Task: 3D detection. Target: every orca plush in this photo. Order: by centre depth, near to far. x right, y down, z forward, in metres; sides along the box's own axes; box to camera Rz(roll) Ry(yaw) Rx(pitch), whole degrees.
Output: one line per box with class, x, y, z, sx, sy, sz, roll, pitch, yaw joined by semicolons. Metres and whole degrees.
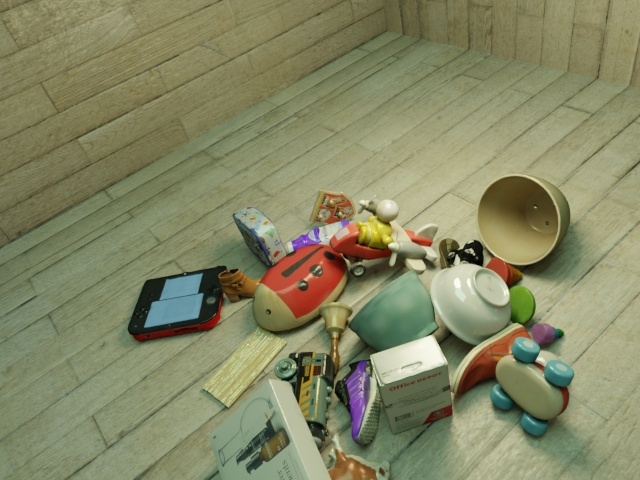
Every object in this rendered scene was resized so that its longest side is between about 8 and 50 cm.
orca plush;0.531;0.082;1.889;0.287;0.102;0.151;-34;72;-31

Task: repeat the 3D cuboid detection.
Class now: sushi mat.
sushi mat;-0.271;0.445;1.863;0.151;0.019;0.316;20;53;36

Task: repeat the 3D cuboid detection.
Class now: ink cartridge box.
ink cartridge box;0.269;0.425;1.514;0.196;0.273;0.114;-18;41;-2

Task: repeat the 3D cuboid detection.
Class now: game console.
game console;-0.587;0.251;2.151;0.385;0.060;0.342;-10;42;7

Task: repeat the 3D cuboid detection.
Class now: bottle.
bottle;0.000;0.000;2.208;0.282;0.092;0.118;-16;42;1

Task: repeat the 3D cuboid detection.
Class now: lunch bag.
lunch bag;-0.249;-0.003;2.188;0.114;0.243;0.303;-31;37;-15

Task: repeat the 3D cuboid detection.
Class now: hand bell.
hand bell;0.049;0.353;1.814;0.126;0.126;0.242;-5;54;13

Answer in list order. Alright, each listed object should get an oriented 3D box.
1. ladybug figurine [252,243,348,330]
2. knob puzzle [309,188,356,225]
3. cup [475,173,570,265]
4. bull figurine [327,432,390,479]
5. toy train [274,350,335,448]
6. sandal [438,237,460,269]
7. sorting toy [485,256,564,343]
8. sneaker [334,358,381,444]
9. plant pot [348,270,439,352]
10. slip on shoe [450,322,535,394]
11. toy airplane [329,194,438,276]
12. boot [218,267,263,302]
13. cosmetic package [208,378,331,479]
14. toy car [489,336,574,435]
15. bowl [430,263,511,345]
ladybug figurine;-0.081;0.157;2.009;0.305;0.162;0.449;27;57;39
knob puzzle;0.067;-0.131;2.271;0.212;0.213;0.030;-14;41;3
cup;0.786;-0.092;1.926;0.236;0.332;0.331;-12;33;-38
bull figurine;0.042;0.671;1.450;0.310;0.101;0.188;-28;40;-14
toy train;-0.057;0.500;1.635;0.190;0.142;0.334;-7;42;13
sandal;0.497;0.087;1.978;0.089;0.060;0.220;3;56;-13
sorting toy;0.709;0.203;1.773;0.126;0.127;0.366;3;38;-23
sneaker;0.111;0.501;1.625;0.146;0.102;0.294;-4;38;20
plant pot;0.265;0.270;1.715;0.293;0.293;0.196;-34;71;-19
slip on shoe;0.536;0.377;1.605;0.331;0.123;0.101;-27;46;-19
toy airplane;0.275;-0.031;1.975;0.385;0.273;0.384;18;37;27
boot;-0.303;0.163;2.082;0.197;0.153;0.073;-24;41;-8
cosmetic package;-0.142;0.626;1.428;0.284;0.097;0.377;-47;49;17
toy car;0.657;0.401;1.512;0.237;0.219;0.210;-8;32;-36
bowl;0.519;0.184;1.691;0.297;0.134;0.298;17;49;-20
